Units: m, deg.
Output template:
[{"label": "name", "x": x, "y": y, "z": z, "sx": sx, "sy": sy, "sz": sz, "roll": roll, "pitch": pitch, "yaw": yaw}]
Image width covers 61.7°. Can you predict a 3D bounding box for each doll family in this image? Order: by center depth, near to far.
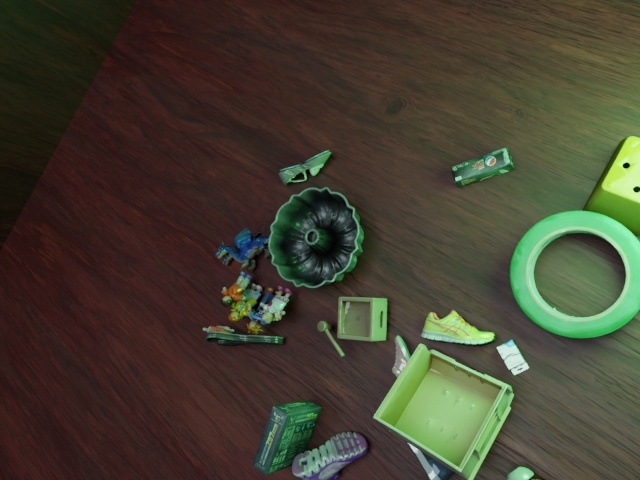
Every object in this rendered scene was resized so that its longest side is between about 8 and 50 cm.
[{"label": "doll family", "x": -0.216, "y": 0.227, "z": 1.803, "sx": 0.262, "sy": 0.118, "sz": 0.163, "roll": 16, "pitch": 53, "yaw": 26}]

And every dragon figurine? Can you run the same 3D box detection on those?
[{"label": "dragon figurine", "x": -0.248, "y": 0.011, "z": 1.894, "sx": 0.289, "sy": 0.085, "sz": 0.144, "roll": -41, "pitch": 63, "yaw": 15}]

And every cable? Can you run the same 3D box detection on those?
[{"label": "cable", "x": -0.269, "y": 0.314, "z": 1.810, "sx": 0.287, "sy": 0.139, "sz": 0.072, "roll": -7, "pitch": 68, "yaw": 23}]

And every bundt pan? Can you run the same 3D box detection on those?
[{"label": "bundt pan", "x": 0.000, "y": 0.000, "z": 1.744, "sx": 0.330, "sy": 0.124, "sz": 0.331, "roll": -7, "pitch": 75, "yaw": 27}]

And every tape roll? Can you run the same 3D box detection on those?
[{"label": "tape roll", "x": 0.660, "y": 0.087, "z": 1.378, "sx": 0.321, "sy": 0.077, "sz": 0.322, "roll": -3, "pitch": 83, "yaw": 30}]

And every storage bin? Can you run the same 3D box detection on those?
[{"label": "storage bin", "x": 0.329, "y": 0.438, "z": 1.407, "sx": 0.262, "sy": 0.123, "sz": 0.260, "roll": 20, "pitch": 65, "yaw": 40}]

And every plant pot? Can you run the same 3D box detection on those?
[{"label": "plant pot", "x": 0.793, "y": -0.140, "z": 1.317, "sx": 0.212, "sy": 0.187, "sz": 0.212, "roll": 29, "pitch": 93, "yaw": 30}]

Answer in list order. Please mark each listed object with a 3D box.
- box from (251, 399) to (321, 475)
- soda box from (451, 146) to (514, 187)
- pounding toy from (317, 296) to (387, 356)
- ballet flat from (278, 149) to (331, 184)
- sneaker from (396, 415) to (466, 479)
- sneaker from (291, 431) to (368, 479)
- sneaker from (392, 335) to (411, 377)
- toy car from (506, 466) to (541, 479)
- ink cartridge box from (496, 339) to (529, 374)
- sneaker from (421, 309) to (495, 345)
[{"label": "box", "x": -0.095, "y": 0.580, "z": 1.599, "sx": 0.059, "sy": 0.232, "sz": 0.184, "roll": 19, "pitch": 88, "yaw": 27}, {"label": "soda box", "x": 0.476, "y": -0.213, "z": 1.575, "sx": 0.168, "sy": 0.060, "sz": 0.053, "roll": -18, "pitch": 70, "yaw": 24}, {"label": "pounding toy", "x": 0.098, "y": 0.266, "z": 1.655, "sx": 0.206, "sy": 0.094, "sz": 0.181, "roll": -2, "pitch": 82, "yaw": 37}, {"label": "ballet flat", "x": -0.047, "y": -0.249, "z": 1.868, "sx": 0.213, "sy": 0.072, "sz": 0.068, "roll": -19, "pitch": 98, "yaw": 24}, {"label": "sneaker", "x": 0.317, "y": 0.532, "z": 1.481, "sx": 0.163, "sy": 0.086, "sz": 0.226, "roll": -41, "pitch": 55, "yaw": 4}, {"label": "sneaker", "x": 0.038, "y": 0.660, "z": 1.599, "sx": 0.236, "sy": 0.105, "sz": 0.095, "roll": -25, "pitch": 23, "yaw": 2}, {"label": "sneaker", "x": 0.233, "y": 0.353, "z": 1.580, "sx": 0.070, "sy": 0.051, "sz": 0.134, "roll": -27, "pitch": 71, "yaw": 15}, {"label": "toy car", "x": 0.495, "y": 0.668, "z": 1.321, "sx": 0.182, "sy": 0.136, "sz": 0.159, "roll": -44, "pitch": 63, "yaw": 12}, {"label": "ink cartridge box", "x": 0.520, "y": 0.317, "z": 1.449, "sx": 0.048, "sy": 0.028, "sz": 0.083, "roll": -34, "pitch": 66, "yaw": 18}, {"label": "sneaker", "x": 0.386, "y": 0.245, "z": 1.508, "sx": 0.208, "sy": 0.081, "sz": 0.094, "roll": 4, "pitch": 78, "yaw": 29}]
